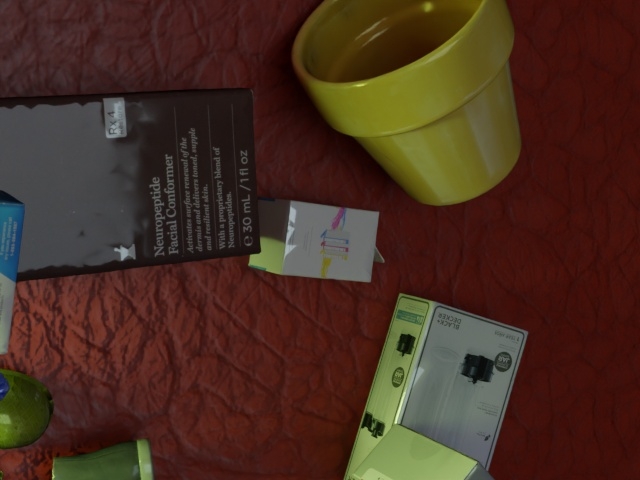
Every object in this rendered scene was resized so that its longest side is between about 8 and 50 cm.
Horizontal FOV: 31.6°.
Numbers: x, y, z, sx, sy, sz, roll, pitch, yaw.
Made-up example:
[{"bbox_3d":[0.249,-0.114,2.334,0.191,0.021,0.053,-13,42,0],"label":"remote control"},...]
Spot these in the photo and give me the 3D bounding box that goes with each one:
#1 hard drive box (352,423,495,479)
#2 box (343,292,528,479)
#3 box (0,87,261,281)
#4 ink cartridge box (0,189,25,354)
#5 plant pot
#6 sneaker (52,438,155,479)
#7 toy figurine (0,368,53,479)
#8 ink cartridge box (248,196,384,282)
[{"bbox_3d":[0.176,0.343,1.363,0.089,0.181,0.232,-47,113,-15],"label":"hard drive box"},{"bbox_3d":[0.148,0.231,1.489,0.169,0.087,0.289,17,87,-28],"label":"box"},{"bbox_3d":[-0.263,-0.065,1.216,0.382,0.143,0.191,-7,99,-25],"label":"box"},{"bbox_3d":[-0.387,0.023,1.029,0.203,0.086,0.148,4,102,-31],"label":"ink cartridge box"},{"bbox_3d":[0.128,-0.181,1.363,0.254,0.254,0.239,-46,130,-16],"label":"plant pot"},{"bbox_3d":[-0.246,0.336,1.310,0.118,0.083,0.221,-5,105,-8],"label":"sneaker"},{"bbox_3d":[-0.396,0.187,1.098,0.363,0.217,0.191,27,74,-36],"label":"toy figurine"},{"bbox_3d":[0.000,0.000,1.385,0.143,0.092,0.089,6,92,-30],"label":"ink cartridge box"}]
